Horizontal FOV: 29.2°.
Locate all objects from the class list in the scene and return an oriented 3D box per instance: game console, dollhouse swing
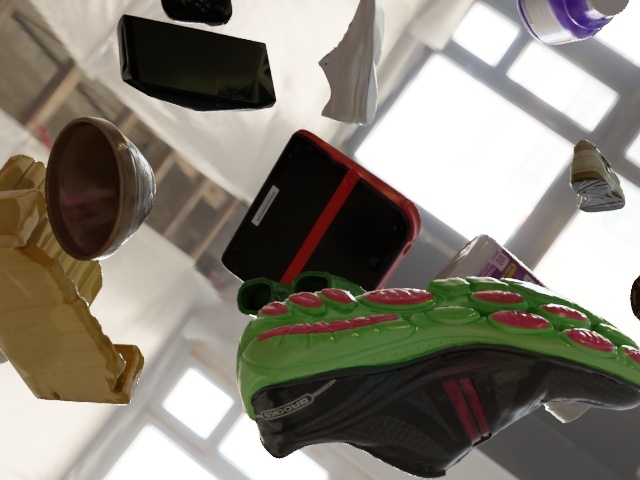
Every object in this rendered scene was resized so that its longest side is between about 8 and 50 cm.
[{"bbox_3d":[0.000,0.000,2.655,0.386,0.342,0.060,-58,-11,25],"label":"game console"},{"bbox_3d":[-0.187,-0.325,1.737,0.213,0.361,0.044,7,-38,-27],"label":"game console"},{"bbox_3d":[-0.404,0.036,1.999,0.305,0.315,0.347,-53,-52,-40],"label":"dollhouse swing"}]

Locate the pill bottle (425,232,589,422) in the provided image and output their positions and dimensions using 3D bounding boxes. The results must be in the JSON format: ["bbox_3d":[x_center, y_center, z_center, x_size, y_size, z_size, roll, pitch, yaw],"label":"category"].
[{"bbox_3d":[0.315,0.144,1.945,0.169,0.301,0.169,-49,1,1],"label":"pill bottle"}]

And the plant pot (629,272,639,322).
[{"bbox_3d":[0.705,0.111,2.407,0.165,0.167,0.167,0,-49,-38],"label":"plant pot"}]

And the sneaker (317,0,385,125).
[{"bbox_3d":[0.044,-0.285,1.887,0.080,0.094,0.212,19,-102,-71],"label":"sneaker"}]

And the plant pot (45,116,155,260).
[{"bbox_3d":[-0.353,-0.086,2.044,0.110,0.237,0.237,-3,-48,-44],"label":"plant pot"}]

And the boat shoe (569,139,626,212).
[{"bbox_3d":[0.313,-0.068,1.400,0.153,0.056,0.048,31,-125,-61],"label":"boat shoe"}]

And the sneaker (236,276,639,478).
[{"bbox_3d":[0.144,0.161,1.401,0.185,0.483,0.202,-106,17,-66],"label":"sneaker"}]

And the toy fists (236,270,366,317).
[{"bbox_3d":[-0.026,0.125,2.378,0.142,0.279,0.096,18,-111,-45],"label":"toy fists"}]

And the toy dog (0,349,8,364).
[{"bbox_3d":[-0.617,0.005,2.276,0.284,0.395,0.408,-50,-8,33],"label":"toy dog"}]

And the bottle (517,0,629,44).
[{"bbox_3d":[0.412,-0.384,1.992,0.092,0.118,0.283,-34,10,-7],"label":"bottle"}]
